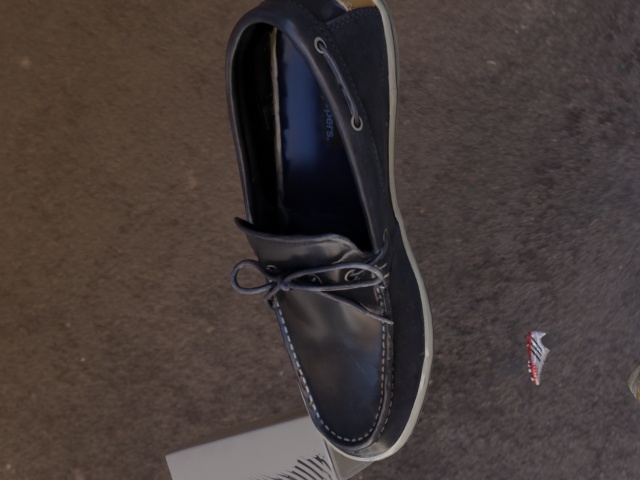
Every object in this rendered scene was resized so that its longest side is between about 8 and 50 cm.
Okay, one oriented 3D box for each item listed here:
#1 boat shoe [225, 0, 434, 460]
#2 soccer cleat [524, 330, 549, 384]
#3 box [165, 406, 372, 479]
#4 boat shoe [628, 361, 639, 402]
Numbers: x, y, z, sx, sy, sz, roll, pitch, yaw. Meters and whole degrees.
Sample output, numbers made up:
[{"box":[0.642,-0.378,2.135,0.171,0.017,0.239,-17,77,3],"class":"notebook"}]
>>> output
[{"box":[0.000,0.000,0.824,0.186,0.156,0.501,7,112,33],"class":"boat shoe"},{"box":[0.337,0.181,1.307,0.035,0.029,0.083,-7,81,11],"class":"soccer cleat"},{"box":[-0.068,0.287,1.130,0.275,0.113,0.094,-23,83,34],"class":"box"},{"box":[0.425,0.153,1.045,0.050,0.045,0.135,5,126,-3],"class":"boat shoe"}]
